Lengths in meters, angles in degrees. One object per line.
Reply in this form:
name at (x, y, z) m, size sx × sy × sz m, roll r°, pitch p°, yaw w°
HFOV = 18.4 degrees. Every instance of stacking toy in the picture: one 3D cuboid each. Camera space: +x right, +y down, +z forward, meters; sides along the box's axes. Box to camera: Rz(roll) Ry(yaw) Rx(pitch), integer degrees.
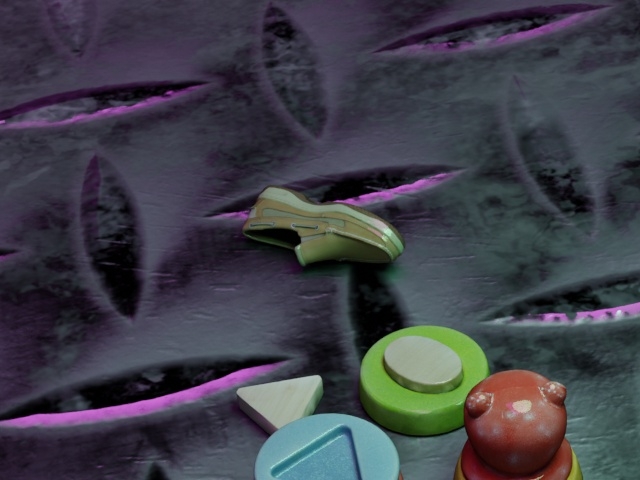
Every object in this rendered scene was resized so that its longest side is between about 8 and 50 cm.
stacking toy at (0.064, 0.158, 1.839) m, size 0.309 × 0.130 × 0.279 m, roll -16°, pitch 41°, yaw -11°

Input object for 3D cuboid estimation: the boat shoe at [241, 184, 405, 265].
boat shoe at (0.000, 0.000, 2.095) m, size 0.190 × 0.068 × 0.072 m, roll 14°, pitch 56°, yaw 37°
